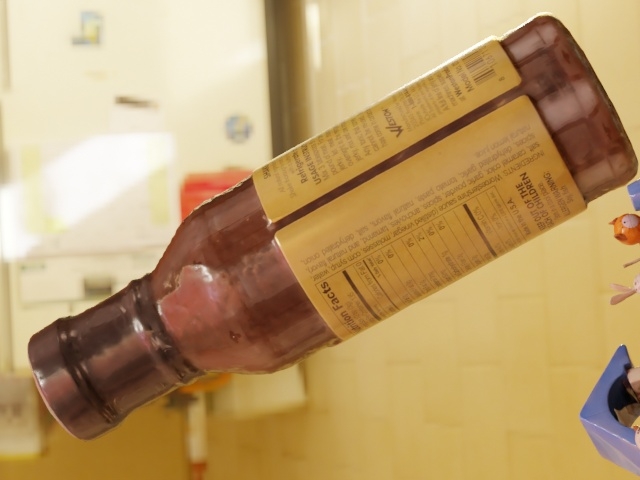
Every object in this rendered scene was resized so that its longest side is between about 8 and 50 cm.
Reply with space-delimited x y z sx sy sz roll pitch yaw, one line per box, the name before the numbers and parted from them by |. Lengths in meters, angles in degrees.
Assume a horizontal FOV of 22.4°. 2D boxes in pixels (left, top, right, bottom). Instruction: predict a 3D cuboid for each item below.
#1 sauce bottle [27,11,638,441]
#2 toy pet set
sauce bottle | 0.000 0.000 0.889 0.344 0.111 0.111 -27 174 8
toy pet set | 0.144 0.057 0.745 0.065 0.122 0.114 -19 141 13
